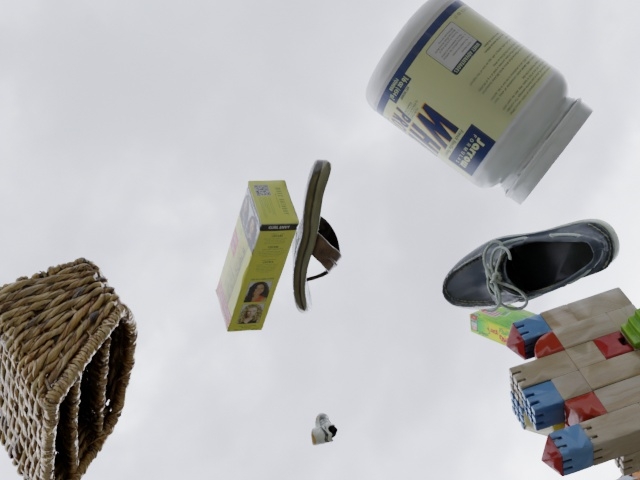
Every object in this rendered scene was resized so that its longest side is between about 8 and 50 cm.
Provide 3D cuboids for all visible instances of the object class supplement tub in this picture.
[{"bbox_3d":[0.265,-0.234,1.786,0.235,0.325,0.235,-51,-7,-9],"label":"supplement tub"}]

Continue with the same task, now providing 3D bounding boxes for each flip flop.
[{"bbox_3d":[0.000,0.000,1.717,0.080,0.112,0.277,7,-63,-6],"label":"flip flop"}]

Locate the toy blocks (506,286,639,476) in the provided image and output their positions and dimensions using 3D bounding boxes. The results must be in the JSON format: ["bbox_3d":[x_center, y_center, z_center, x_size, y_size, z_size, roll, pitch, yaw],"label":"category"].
[{"bbox_3d":[0.419,0.231,1.675,0.261,0.381,0.190,-17,-52,-6],"label":"toy blocks"}]

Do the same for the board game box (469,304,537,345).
[{"bbox_3d":[0.403,0.180,2.194,0.092,0.181,0.043,-20,-66,-31],"label":"board game box"}]

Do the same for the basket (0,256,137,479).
[{"bbox_3d":[-0.348,0.206,1.533,0.214,0.223,0.299,-20,-38,-33],"label":"basket"}]

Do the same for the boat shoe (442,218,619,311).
[{"bbox_3d":[0.256,0.039,1.371,0.079,0.255,0.095,-17,-88,-54],"label":"boat shoe"}]

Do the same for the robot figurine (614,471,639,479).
[{"bbox_3d":[0.498,0.515,1.801,0.291,0.085,0.211,-32,-78,-36],"label":"robot figurine"}]

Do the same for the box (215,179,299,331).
[{"bbox_3d":[-0.091,0.025,1.495,0.058,0.087,0.232,-2,-40,-21],"label":"box"}]

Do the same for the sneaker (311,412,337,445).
[{"bbox_3d":[0.010,0.290,1.634,0.083,0.037,0.031,-68,-30,-70],"label":"sneaker"}]
